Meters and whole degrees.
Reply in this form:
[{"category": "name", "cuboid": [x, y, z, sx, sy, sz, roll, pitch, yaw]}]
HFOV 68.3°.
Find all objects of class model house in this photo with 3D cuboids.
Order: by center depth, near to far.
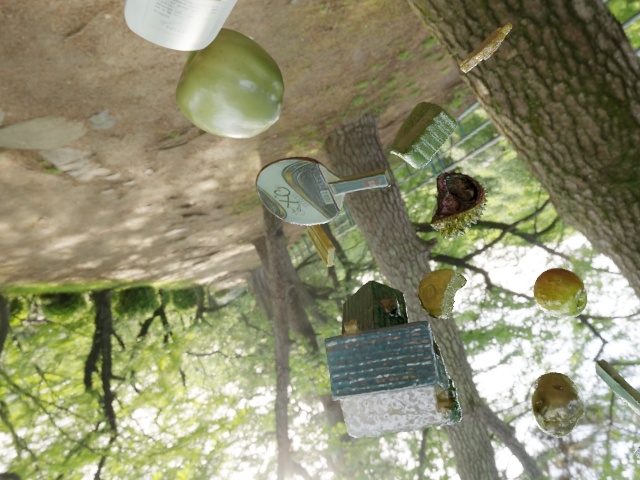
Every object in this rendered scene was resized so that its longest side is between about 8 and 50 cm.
[{"category": "model house", "cuboid": [0.204, 0.316, 1.404, 0.334, 0.342, 0.382, -12, -152, 8]}]

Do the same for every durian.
[{"category": "durian", "cuboid": [0.308, -0.064, 1.045, 0.119, 0.108, 0.186, 2, -136, 17]}]

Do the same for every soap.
[{"category": "soap", "cuboid": [-0.001, 0.000, 1.963, 0.037, 0.092, 0.252, -10, -144, -19]}]

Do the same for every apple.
[{"category": "apple", "cuboid": [-0.298, -0.511, 1.574, 0.357, 0.357, 0.357, -22, 177, -1]}, {"category": "apple", "cuboid": [0.945, 0.210, 1.851, 0.196, 0.196, 0.196, -22, 177, -1]}]

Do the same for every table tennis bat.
[{"category": "table tennis bat", "cuboid": [0.000, -0.106, 0.976, 0.301, 0.173, 0.022, -5, -140, 28]}]

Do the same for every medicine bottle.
[{"category": "medicine bottle", "cuboid": [-0.230, -0.469, 0.824, 0.179, 0.124, 0.324, 6, 169, -29]}]

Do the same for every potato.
[{"category": "potato", "cuboid": [0.676, 0.463, 1.355, 0.200, 0.137, 0.154, -21, 141, -57]}]

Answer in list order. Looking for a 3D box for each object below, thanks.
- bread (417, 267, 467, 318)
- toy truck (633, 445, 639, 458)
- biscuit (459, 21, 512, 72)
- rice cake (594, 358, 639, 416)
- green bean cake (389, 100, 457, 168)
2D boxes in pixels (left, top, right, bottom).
[{"category": "bread", "cuboid": [0.357, 0.154, 1.422, 0.125, 0.156, 0.086, 17, 169, 43]}, {"category": "toy truck", "cuboid": [0.702, 0.461, 0.785, 0.133, 0.338, 0.184, -40, 155, -16]}, {"category": "biscuit", "cuboid": [0.439, -0.504, 1.244, 0.158, 0.035, 0.240, -44, -173, 24]}, {"category": "rice cake", "cuboid": [0.772, 0.381, 1.186, 0.034, 0.043, 0.211, -12, -153, -4]}, {"category": "green bean cake", "cuboid": [0.392, -0.409, 1.841, 0.248, 0.125, 0.222, -49, -154, 12]}]
